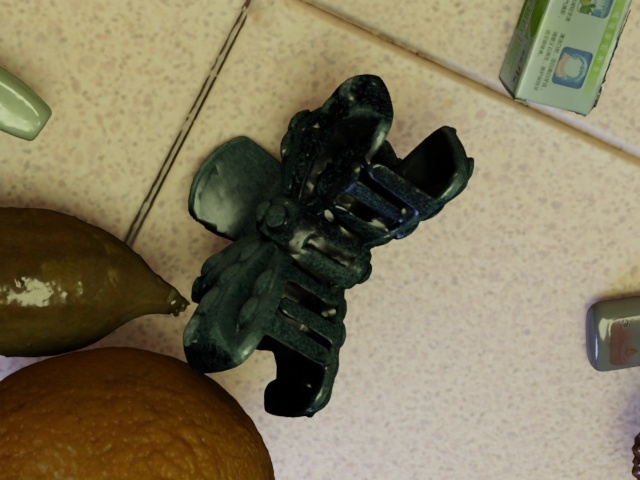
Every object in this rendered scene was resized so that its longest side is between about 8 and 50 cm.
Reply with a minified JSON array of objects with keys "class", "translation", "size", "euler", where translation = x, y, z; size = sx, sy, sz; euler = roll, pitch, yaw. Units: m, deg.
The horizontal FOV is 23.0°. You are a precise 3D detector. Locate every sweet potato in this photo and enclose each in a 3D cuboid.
[{"class":"sweet potato","translation":[-0.308,0.035,1.428],"size":[0.369,0.158,0.158],"euler":[-3,115,-18]}]

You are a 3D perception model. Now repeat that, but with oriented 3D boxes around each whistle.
[{"class":"whistle","translation":[-0.343,-0.165,1.358],"size":[0.244,0.092,0.110],"euler":[31,104,-20]}]

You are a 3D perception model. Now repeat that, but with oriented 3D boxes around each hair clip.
[{"class":"hair clip","translation":[-0.004,0.001,1.432],"size":[0.194,0.206,0.310],"euler":[34,90,-27]}]

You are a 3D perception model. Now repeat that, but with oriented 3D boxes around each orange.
[{"class":"orange","translation":[-0.194,0.253,1.438],"size":[0.322,0.357,0.322],"euler":[0,86,5]}]

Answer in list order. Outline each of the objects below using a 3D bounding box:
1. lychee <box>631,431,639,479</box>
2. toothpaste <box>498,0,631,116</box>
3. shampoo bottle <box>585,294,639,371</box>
[{"class":"lychee","translation":[0.432,0.210,1.620],"size":[0.238,0.200,0.200],"euler":[-38,116,22]},{"class":"toothpaste","translation":[0.258,-0.283,1.426],"size":[0.081,0.067,0.337],"euler":[12,111,-15]},{"class":"shampoo bottle","translation":[0.359,0.090,1.631],"size":[0.165,0.040,0.080],"euler":[-7,114,-6]}]
